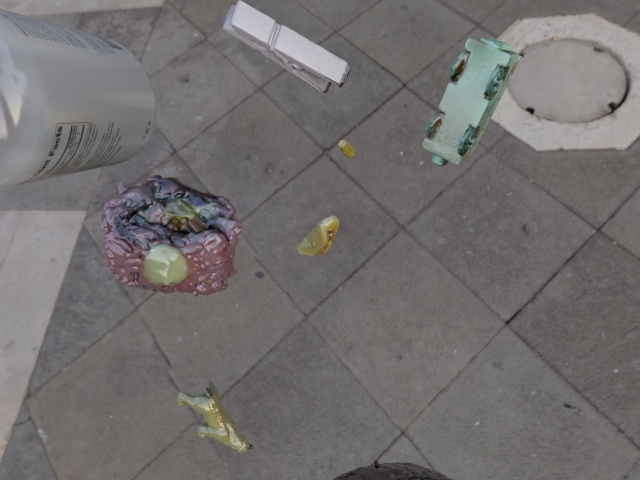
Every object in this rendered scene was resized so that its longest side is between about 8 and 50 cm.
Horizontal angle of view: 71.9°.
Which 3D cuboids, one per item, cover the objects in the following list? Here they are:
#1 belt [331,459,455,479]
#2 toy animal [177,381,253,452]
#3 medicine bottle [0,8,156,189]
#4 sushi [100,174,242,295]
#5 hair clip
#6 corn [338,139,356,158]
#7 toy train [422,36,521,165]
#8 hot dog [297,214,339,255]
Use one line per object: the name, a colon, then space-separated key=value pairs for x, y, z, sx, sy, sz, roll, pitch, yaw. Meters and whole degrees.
belt: x=0.091 y=0.335 z=0.345 sx=0.184 sy=0.164 sz=0.289 roll=-14 pitch=74 yaw=-17
toy animal: x=-0.260 y=0.455 z=1.125 sx=0.101 sy=0.218 sz=0.103 roll=-10 pitch=19 yaw=46
medicine bottle: x=-0.292 y=-0.135 z=0.425 sx=0.157 sy=0.288 sz=0.157 roll=2 pitch=107 yaw=6
sushi: x=-0.292 y=-0.005 z=0.891 sx=0.270 sy=0.171 sz=0.236 roll=13 pitch=42 yaw=-11
hair clip: x=-0.082 y=-0.493 z=1.134 sx=0.101 sy=0.331 sz=0.085 roll=30 pitch=97 yaw=60
corn: x=0.065 y=-0.219 z=1.069 sx=0.027 sy=0.083 sz=0.028 roll=-40 pitch=68 yaw=11
toy train: x=0.373 y=-0.344 z=1.118 sx=0.129 sy=0.326 sz=0.159 roll=34 pitch=37 yaw=23
hot dog: x=0.000 y=0.000 z=0.601 sx=0.030 sy=0.090 sz=0.034 roll=-29 pitch=82 yaw=-37
